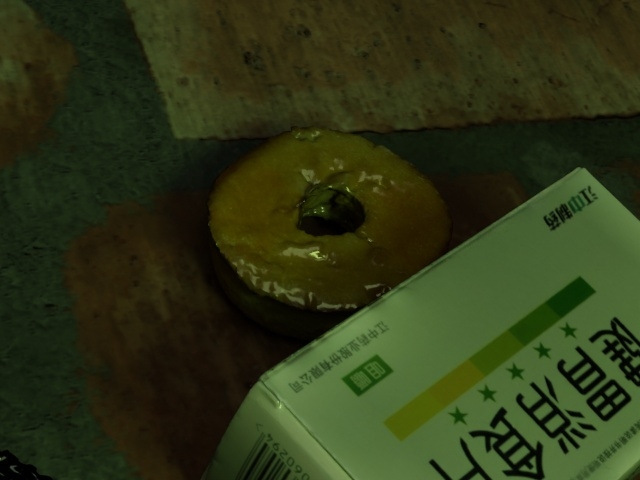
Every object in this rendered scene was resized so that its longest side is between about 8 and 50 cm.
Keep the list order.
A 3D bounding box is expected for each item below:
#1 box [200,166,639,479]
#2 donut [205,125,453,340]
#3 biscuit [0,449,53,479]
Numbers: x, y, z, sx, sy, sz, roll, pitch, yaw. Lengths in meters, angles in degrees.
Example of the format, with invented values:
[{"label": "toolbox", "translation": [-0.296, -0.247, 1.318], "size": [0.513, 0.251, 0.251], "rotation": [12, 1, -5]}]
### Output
[{"label": "box", "translation": [0.108, 0.108, 0.898], "size": [0.333, 0.145, 0.173], "rotation": [-30, 70, -38]}, {"label": "donut", "translation": [0.000, 0.000, 0.998], "size": [0.178, 0.065, 0.162], "rotation": [-30, 63, -36]}, {"label": "biscuit", "translation": [-0.200, 0.192, 0.764], "size": [0.195, 0.053, 0.194], "rotation": [11, 50, -14]}]
